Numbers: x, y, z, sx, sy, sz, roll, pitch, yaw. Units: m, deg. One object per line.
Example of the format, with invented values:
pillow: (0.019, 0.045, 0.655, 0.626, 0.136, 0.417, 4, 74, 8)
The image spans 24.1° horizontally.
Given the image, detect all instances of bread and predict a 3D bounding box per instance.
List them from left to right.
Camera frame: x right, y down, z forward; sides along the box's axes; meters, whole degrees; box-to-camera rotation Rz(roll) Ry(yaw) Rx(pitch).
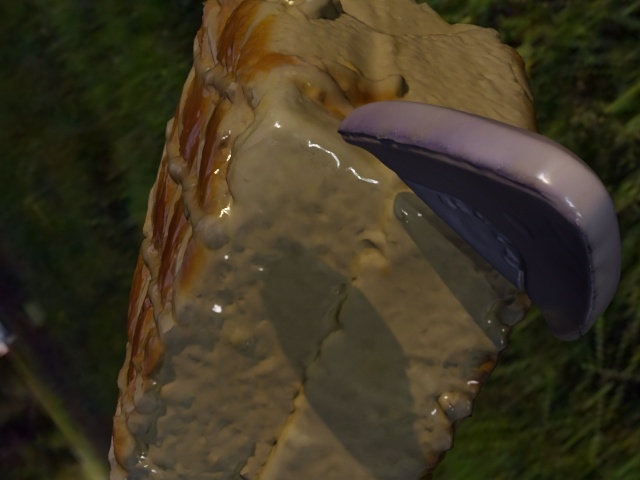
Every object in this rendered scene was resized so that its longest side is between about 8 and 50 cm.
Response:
bread: (0.000, 0.000, 1.253, 0.390, 0.279, 0.371, -93, 22, -55)

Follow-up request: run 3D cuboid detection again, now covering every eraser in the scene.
eraser: (0.117, -0.023, 0.882, 0.204, 0.059, 0.243, 44, 169, -6)
